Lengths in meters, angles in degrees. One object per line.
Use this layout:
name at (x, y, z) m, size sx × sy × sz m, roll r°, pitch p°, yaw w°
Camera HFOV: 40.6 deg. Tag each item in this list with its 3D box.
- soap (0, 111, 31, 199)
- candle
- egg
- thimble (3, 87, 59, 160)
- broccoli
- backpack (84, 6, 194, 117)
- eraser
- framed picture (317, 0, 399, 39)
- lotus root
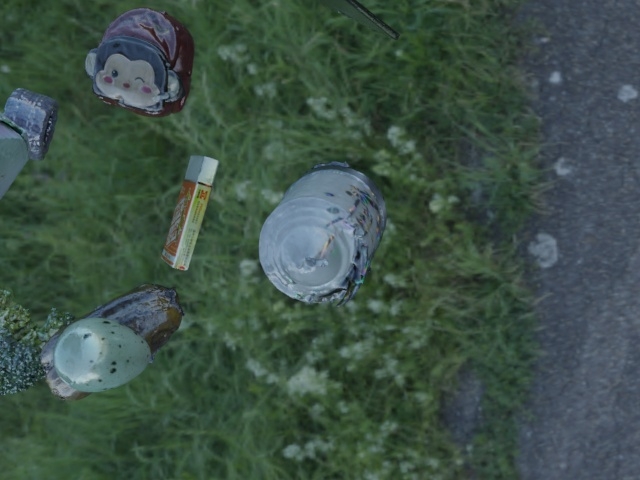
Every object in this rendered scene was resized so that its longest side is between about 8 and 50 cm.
soap at (-0.605, -0.042, 1.188) m, size 0.156 × 0.446 × 0.261 m, roll 32°, pitch 154°, yaw 4°
candle at (0.000, 0.000, 1.368) m, size 0.187 × 0.330 × 0.187 m, roll 4°, pitch 111°, yaw 11°
egg at (-0.376, 0.200, 1.490) m, size 0.131 × 0.164 × 0.131 m, roll -167°, pitch 90°, yaw -67°
thimble at (-0.635, -0.251, 1.880) m, size 0.150 × 0.098 × 0.150 m, roll -163°, pitch 90°, yaw -79°
broccoli at (-0.765, 0.216, 2.089) m, size 0.249 × 0.375 × 0.302 m, roll 134°, pitch 128°, yaw -61°
backpack at (-0.354, -0.365, 1.762) m, size 0.229 × 0.139 × 0.229 m, roll 1°, pitch 97°, yaw 10°
eraser at (-0.268, -0.061, 1.763) m, size 0.157 × 0.038 × 0.230 m, roll -162°, pitch 89°, yaw -71°
framed picture at (-0.034, -0.476, 1.550) m, size 0.255 × 0.339 × 0.014 m, roll 39°, pitch 100°, yaw 46°
lotus root at (-0.423, 0.197, 1.725) m, size 0.329 × 0.078 × 0.167 m, roll -34°, pitch 75°, yaw 5°
